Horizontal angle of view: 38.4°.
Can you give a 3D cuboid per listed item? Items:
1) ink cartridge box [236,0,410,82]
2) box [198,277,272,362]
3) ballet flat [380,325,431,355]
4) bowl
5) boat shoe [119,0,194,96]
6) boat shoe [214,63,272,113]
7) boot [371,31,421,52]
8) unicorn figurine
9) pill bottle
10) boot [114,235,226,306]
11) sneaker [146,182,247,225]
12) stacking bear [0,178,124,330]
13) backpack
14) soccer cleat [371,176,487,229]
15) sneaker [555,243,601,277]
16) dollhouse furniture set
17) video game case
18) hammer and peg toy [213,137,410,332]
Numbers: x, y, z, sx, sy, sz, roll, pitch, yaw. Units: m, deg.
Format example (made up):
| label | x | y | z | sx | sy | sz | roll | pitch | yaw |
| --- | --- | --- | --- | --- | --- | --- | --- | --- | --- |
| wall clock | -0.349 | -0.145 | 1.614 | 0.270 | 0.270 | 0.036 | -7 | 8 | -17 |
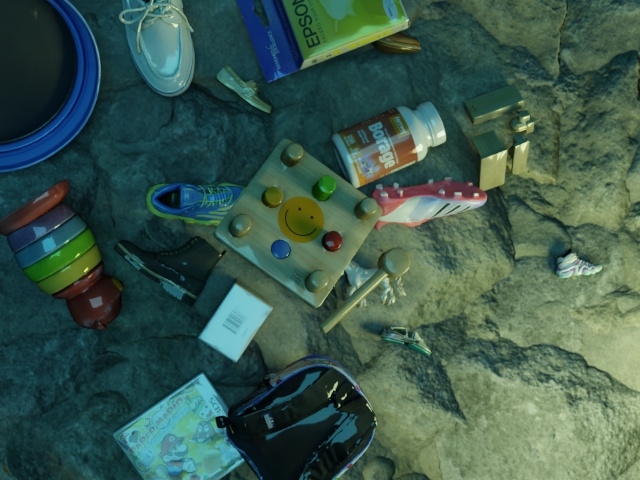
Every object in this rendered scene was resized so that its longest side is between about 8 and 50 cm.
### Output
| label | x | y | z | sx | sy | sz | roll | pitch | yaw |
| --- | --- | --- | --- | --- | --- | --- | --- | --- | --- |
| ink cartridge box | -0.018 | -0.512 | 1.836 | 0.307 | 0.072 | 0.304 | -21 | 84 | 1 |
| box | -0.168 | 0.156 | 1.832 | 0.091 | 0.170 | 0.130 | 34 | 89 | -4 |
| ballet flat | 0.184 | 0.206 | 1.933 | 0.114 | 0.041 | 0.041 | 20 | 90 | -6 |
| bowl | -0.616 | -0.320 | 1.730 | 0.391 | 0.077 | 0.391 | -14 | 124 | -22 |
| boat shoe | -0.328 | -0.470 | 1.803 | 0.135 | 0.156 | 0.367 | -9 | 92 | -4 |
| boat shoe | -0.151 | -0.310 | 1.878 | 0.135 | 0.050 | 0.045 | 36 | 94 | -5 |
| boot | 0.127 | -0.473 | 1.888 | 0.197 | 0.073 | 0.153 | 14 | 87 | -8 |
| unicorn figurine | 0.091 | 0.083 | 1.913 | 0.161 | 0.060 | 0.111 | -4 | 83 | -13 |
| pill bottle | 0.140 | -0.201 | 1.872 | 0.216 | 0.121 | 0.121 | -24 | 94 | -4 |
| boot | -0.306 | 0.024 | 1.872 | 0.198 | 0.077 | 0.137 | 37 | 84 | -18 |
| sneaker | -0.232 | -0.072 | 1.841 | 0.240 | 0.126 | 0.091 | 0 | 92 | -5 |
| stacking bear | -0.496 | 0.045 | 1.814 | 0.164 | 0.175 | 0.289 | -33 | 102 | -5 |
| backpack | -0.026 | 0.366 | 1.835 | 0.263 | 0.213 | 0.277 | -36 | 101 | 5 |
| soccer cleat | 0.222 | -0.073 | 1.915 | 0.247 | 0.083 | 0.095 | -3 | 122 | -10 |
| sneaker | 0.549 | 0.040 | 1.957 | 0.098 | 0.038 | 0.069 | -9 | 94 | -5 |
| dollhouse furniture set | 0.373 | -0.216 | 1.939 | 0.144 | 0.123 | 0.151 | -20 | 59 | -4 |
| video game case | -0.279 | 0.419 | 1.905 | 0.227 | 0.026 | 0.206 | -34 | 94 | -3 |
| hammer and peg toy | 0.000 | 0.000 | 1.807 | 0.361 | 0.127 | 0.266 | 37 | 71 | -4 |
